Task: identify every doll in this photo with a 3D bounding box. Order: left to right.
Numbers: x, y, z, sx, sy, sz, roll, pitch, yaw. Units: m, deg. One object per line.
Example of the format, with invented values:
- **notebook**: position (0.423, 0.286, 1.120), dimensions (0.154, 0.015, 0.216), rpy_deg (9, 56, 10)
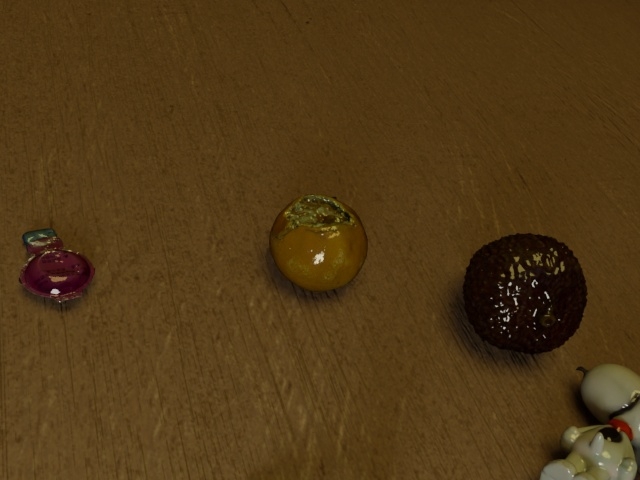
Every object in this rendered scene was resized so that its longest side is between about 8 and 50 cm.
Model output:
- **doll**: position (0.429, 0.282, 0.865), dimensions (0.208, 0.144, 0.271), rpy_deg (16, 37, 26)

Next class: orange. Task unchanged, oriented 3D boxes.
- **orange**: position (0.000, 0.000, 0.967), dimensions (0.154, 0.134, 0.155), rpy_deg (16, 42, -15)

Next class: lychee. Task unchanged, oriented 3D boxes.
- **lychee**: position (0.304, 0.080, 0.973), dimensions (0.194, 0.194, 0.194), rpy_deg (10, 45, -10)

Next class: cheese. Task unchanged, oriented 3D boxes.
- **cheese**: position (-0.366, 0.031, 0.872), dimensions (0.095, 0.038, 0.145), rpy_deg (-15, 48, -33)
